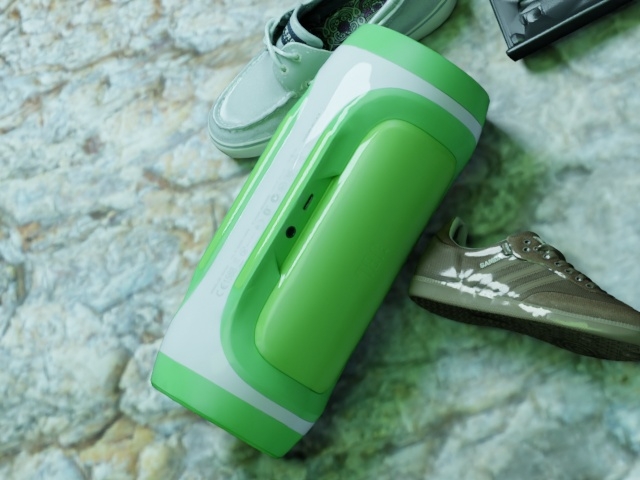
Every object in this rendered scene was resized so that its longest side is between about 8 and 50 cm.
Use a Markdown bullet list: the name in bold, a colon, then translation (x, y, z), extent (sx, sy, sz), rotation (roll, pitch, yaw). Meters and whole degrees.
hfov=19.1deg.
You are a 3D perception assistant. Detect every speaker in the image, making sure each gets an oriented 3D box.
- **speaker**: translation (0.000, 0.000, 1.341), extent (0.131, 0.131, 0.296), rotation (27, 84, 34)

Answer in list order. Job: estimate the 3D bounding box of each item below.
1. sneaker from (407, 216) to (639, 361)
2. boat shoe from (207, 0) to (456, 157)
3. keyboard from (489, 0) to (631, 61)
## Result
- **sneaker**: translation (0.147, 0.028, 1.285), extent (0.188, 0.066, 0.071), rotation (14, 76, 32)
- **boat shoe**: translation (-0.004, -0.152, 1.435), extent (0.227, 0.081, 0.079), rotation (-36, 57, 11)
- **keyboard**: translation (0.269, -0.213, 1.342), extent (0.317, 0.033, 0.201), rotation (-28, 52, 17)
